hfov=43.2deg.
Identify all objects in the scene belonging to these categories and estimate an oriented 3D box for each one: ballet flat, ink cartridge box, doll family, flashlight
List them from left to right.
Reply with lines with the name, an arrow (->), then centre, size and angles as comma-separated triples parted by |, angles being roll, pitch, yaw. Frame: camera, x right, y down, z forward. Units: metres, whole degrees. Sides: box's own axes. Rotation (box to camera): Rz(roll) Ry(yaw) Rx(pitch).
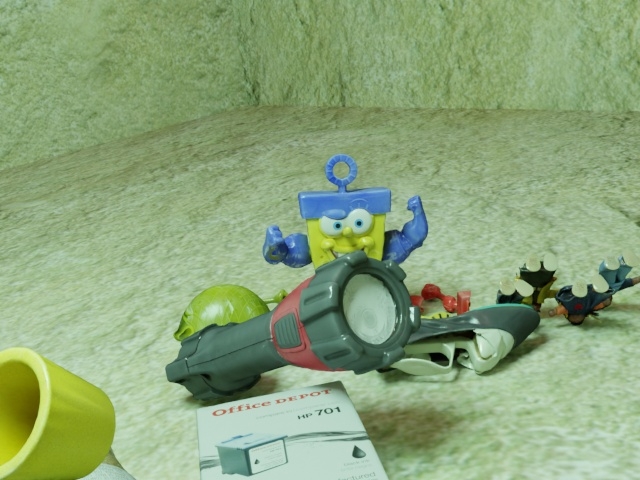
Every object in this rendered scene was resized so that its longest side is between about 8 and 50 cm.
flashlight -> -0.035, 0.096, 0.786 | 0.304, 0.103, 0.103 | -28, 26, 53
ink cartridge box -> -0.024, 0.199, 0.649 | 0.139, 0.082, 0.191 | -10, 19, -8
ballet flat -> 0.146, 0.115, 0.877 | 0.203, 0.074, 0.074 | -3, 17, -6
doll family -> 0.282, 0.061, 0.940 | 0.192, 0.111, 0.076 | 1, 56, 8

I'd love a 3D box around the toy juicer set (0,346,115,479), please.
toy juicer set -> -0.208, 0.228, 0.393 | 0.209, 0.329, 0.089 | -17, -29, 24

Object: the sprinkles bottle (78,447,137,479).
sprinkles bottle -> -0.132, 0.233, 0.520 | 0.121, 0.121, 0.355 | -18, 21, -29

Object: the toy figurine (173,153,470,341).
toy figurine -> 0.000, 0.000, 0.989 | 0.362, 0.217, 0.191 | -3, 16, -1
